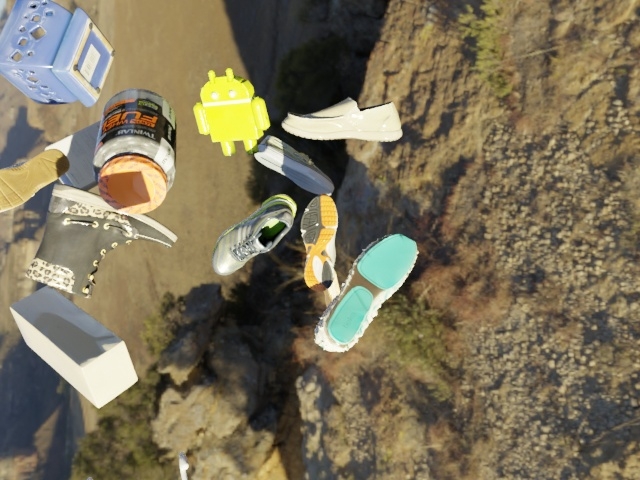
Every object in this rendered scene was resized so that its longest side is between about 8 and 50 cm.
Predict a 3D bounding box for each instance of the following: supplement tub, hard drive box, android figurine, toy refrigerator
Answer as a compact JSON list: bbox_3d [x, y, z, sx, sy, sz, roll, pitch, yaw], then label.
[{"bbox_3d":[-0.486,-0.237,1.651,0.338,0.207,0.207,-104,31,-47],"label":"supplement tub"},{"bbox_3d":[-0.799,-0.285,2.157,0.181,0.232,0.089,57,149,-5],"label":"hard drive box"},{"bbox_3d":[-0.277,-0.396,1.934,0.056,0.248,0.273,-55,-39,-54],"label":"android figurine"},{"bbox_3d":[-0.456,0.187,1.156,0.269,0.094,0.102,22,133,36],"label":"toy refrigerator"}]

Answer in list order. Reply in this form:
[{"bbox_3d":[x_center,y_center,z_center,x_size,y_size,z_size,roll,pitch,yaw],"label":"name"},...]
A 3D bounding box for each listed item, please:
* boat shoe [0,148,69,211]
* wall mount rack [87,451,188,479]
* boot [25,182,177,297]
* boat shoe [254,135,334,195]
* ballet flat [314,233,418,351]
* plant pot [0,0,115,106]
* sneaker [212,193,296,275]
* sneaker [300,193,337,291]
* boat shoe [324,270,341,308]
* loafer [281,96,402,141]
[{"bbox_3d":[-0.760,-0.137,1.556,0.096,0.277,0.098,-16,107,44],"label":"boat shoe"},{"bbox_3d":[-0.357,0.620,1.296,0.130,0.350,0.304,104,149,-47],"label":"wall mount rack"},{"bbox_3d":[-0.629,0.027,1.800,0.138,0.377,0.284,10,77,53],"label":"boot"},{"bbox_3d":[-0.078,-0.261,2.137,0.094,0.302,0.109,-62,6,-23],"label":"boat shoe"},{"bbox_3d":[0.110,0.138,1.698,0.147,0.409,0.147,31,149,21],"label":"ballet flat"},{"bbox_3d":[-0.726,-0.517,1.744,0.236,0.212,0.236,70,-146,-72],"label":"plant pot"},{"bbox_3d":[-0.189,-0.003,1.714,0.300,0.111,0.121,-42,22,16],"label":"sneaker"},{"bbox_3d":[0.000,0.000,1.715,0.121,0.099,0.262,-56,-29,-77],"label":"sneaker"},{"bbox_3d":[0.046,0.168,1.962,0.063,0.059,0.170,19,129,57],"label":"boat shoe"},{"bbox_3d":[0.048,-0.273,1.387,0.102,0.268,0.092,-95,7,-75],"label":"loafer"}]
